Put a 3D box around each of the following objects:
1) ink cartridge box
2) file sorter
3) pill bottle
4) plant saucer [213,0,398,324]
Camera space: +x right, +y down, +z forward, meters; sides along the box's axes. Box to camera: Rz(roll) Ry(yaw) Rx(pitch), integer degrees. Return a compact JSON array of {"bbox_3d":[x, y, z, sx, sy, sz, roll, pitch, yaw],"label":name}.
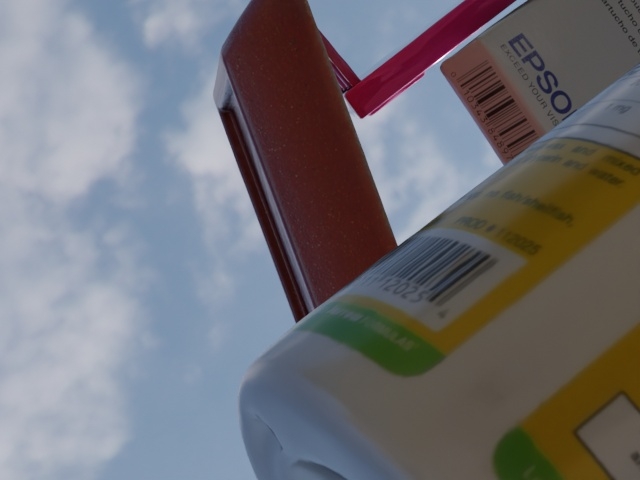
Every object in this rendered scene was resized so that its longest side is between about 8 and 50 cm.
[{"bbox_3d":[0.204,-0.062,1.051,0.224,0.045,0.223,-36,-87,-40],"label":"ink cartridge box"},{"bbox_3d":[0.046,-0.210,1.158,0.202,0.291,0.182,-38,-86,1],"label":"file sorter"},{"bbox_3d":[0.111,0.018,0.476,0.245,0.136,0.136,-37,-86,-19],"label":"pill bottle"},{"bbox_3d":[0.000,0.000,0.940,0.048,0.259,0.258,-20,-90,-5],"label":"plant saucer"}]
